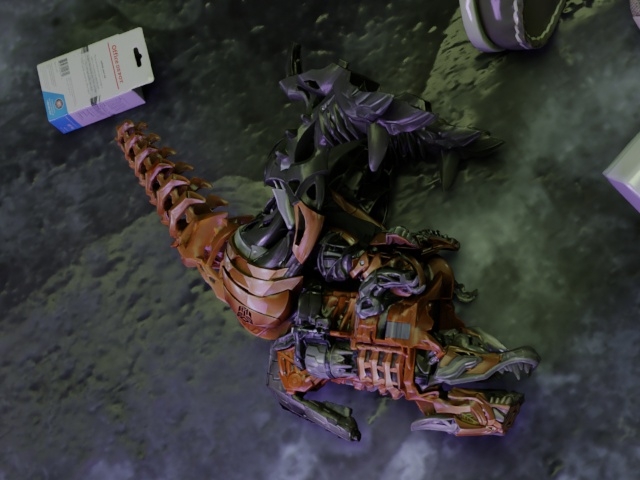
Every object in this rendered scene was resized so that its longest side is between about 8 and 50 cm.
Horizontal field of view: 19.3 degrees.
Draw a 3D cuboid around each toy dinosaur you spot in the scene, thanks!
[{"bbox_3d":[0.000,0.000,1.208,0.322,0.164,0.218,27,98,2],"label":"toy dinosaur"}]

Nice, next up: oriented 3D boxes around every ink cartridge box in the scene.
[{"bbox_3d":[-0.157,-0.115,1.352,0.083,0.028,0.048,-19,68,11],"label":"ink cartridge box"}]

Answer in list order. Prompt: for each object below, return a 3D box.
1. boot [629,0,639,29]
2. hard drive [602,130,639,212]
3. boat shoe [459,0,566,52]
[{"bbox_3d":[0.285,-0.133,1.185,0.077,0.213,0.165,-40,22,-31],"label":"boot"},{"bbox_3d":[0.360,-0.093,1.099,0.233,0.047,0.353,43,88,-19],"label":"hard drive"},{"bbox_3d":[0.165,-0.265,1.220,0.091,0.109,0.305,18,101,28],"label":"boat shoe"}]
